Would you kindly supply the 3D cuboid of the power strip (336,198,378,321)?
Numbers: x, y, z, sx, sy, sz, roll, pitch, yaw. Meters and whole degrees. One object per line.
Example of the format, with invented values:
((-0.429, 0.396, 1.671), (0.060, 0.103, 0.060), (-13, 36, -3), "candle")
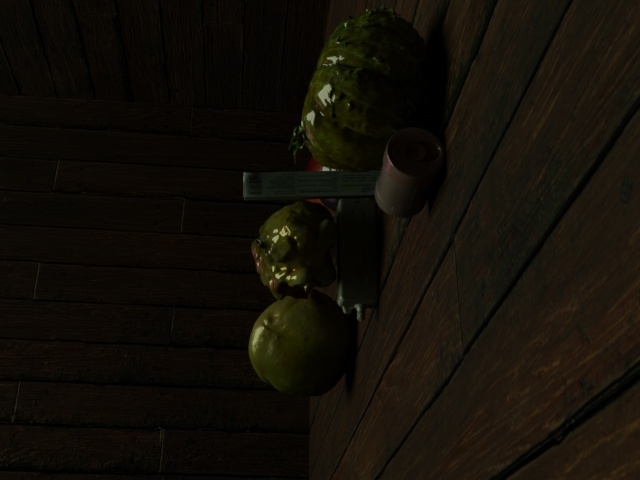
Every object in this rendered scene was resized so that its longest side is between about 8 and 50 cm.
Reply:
((0.091, 0.038, 2.071), (0.058, 0.098, 0.338), (108, 164, -62), "power strip")

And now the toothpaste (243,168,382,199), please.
((-0.015, -0.132, 2.003), (0.081, 0.336, 0.067), (167, 102, -84), "toothpaste")

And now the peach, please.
((-0.046, 0.305, 2.466), (0.315, 0.281, 0.314), (-60, -31, 5), "peach")

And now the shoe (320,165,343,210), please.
((0.083, -0.222, 2.181), (0.114, 0.137, 0.291), (24, 114, 40), "shoe")

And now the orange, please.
((0.089, -0.264, 1.526), (0.301, 0.223, 0.300), (-73, 8, -46), "orange")

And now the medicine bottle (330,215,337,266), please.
((0.000, 0.000, 2.271), (0.144, 0.252, 0.144), (180, 90, -86), "medicine bottle")

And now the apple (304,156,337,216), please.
((0.029, -0.166, 2.566), (0.251, 0.163, 0.293), (-91, 5, -52), "apple")

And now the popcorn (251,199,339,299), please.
((-0.059, 0.021, 2.051), (0.286, 0.215, 0.252), (125, 154, -74), "popcorn")

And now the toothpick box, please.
((0.150, -0.114, 1.442), (0.149, 0.098, 0.098), (102, 170, -64), "toothpick box")
